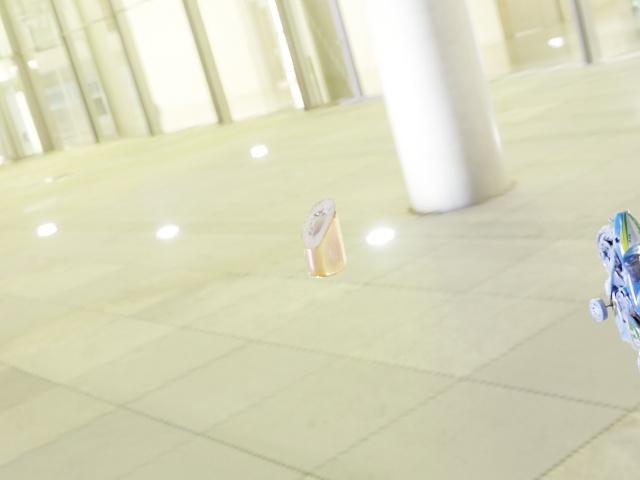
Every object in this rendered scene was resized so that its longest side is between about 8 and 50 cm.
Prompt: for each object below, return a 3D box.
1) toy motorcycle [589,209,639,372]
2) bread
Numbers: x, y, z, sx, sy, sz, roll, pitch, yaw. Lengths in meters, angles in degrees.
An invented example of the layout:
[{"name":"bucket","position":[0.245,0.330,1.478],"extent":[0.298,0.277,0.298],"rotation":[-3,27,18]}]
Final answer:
[{"name":"toy motorcycle","position":[0.443,0.086,1.363],"extent":[0.092,0.255,0.135],"rotation":[-15,-9,-12]},{"name":"bread","position":[-0.001,-0.001,1.381],"extent":[0.062,0.103,0.049],"rotation":[-23,18,-40]}]
